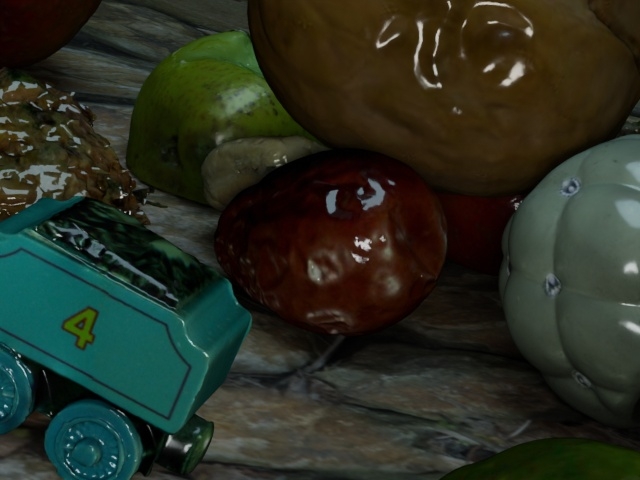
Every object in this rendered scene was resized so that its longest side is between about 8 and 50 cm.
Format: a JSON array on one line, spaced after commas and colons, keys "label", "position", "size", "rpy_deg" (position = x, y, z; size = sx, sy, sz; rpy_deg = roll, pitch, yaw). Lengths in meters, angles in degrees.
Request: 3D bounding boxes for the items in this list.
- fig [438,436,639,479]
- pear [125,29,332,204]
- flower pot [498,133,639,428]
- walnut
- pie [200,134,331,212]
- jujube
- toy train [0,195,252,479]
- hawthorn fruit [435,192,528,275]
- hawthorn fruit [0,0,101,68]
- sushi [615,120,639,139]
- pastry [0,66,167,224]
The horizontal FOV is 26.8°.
[{"label": "fig", "position": [0.092, 0.220, 0.542], "size": [0.206, 0.206, 0.275], "rpy_deg": [19, 40, 19]}, {"label": "pear", "position": [-0.102, -0.138, 1.538], "size": [0.292, 0.159, 0.292], "rpy_deg": [11, 20, -4]}, {"label": "flower pot", "position": [0.268, 0.031, 1.125], "size": [0.246, 0.246, 0.195], "rpy_deg": [-3, 49, -42]}, {"label": "walnut", "position": [0.123, -0.223, 1.259], "size": [0.397, 0.354, 0.308], "rpy_deg": [27, -15, 0]}, {"label": "pie", "position": [-0.023, -0.041, 1.353], "size": [0.218, 0.052, 0.185], "rpy_deg": [23, -27, -35]}, {"label": "jujube", "position": [0.000, 0.000, 1.191], "size": [0.236, 0.168, 0.168], "rpy_deg": [5, 8, 44]}, {"label": "toy train", "position": [-0.147, 0.063, 0.856], "size": [0.198, 0.154, 0.107], "rpy_deg": [30, 21, 6]}, {"label": "hawthorn fruit", "position": [0.204, -0.044, 1.444], "size": [0.189, 0.189, 0.251], "rpy_deg": [-3, 43, -42]}, {"label": "hawthorn fruit", "position": [-0.447, -0.404, 1.808], "size": [0.402, 0.403, 0.403], "rpy_deg": [12, 17, -4]}, {"label": "sushi", "position": [0.537, -0.062, 1.709], "size": [0.417, 0.176, 0.417], "rpy_deg": [12, 17, -4]}, {"label": "pastry", "position": [-0.257, -0.029, 1.019], "size": [0.274, 0.193, 0.275], "rpy_deg": [13, 19, -4]}]
